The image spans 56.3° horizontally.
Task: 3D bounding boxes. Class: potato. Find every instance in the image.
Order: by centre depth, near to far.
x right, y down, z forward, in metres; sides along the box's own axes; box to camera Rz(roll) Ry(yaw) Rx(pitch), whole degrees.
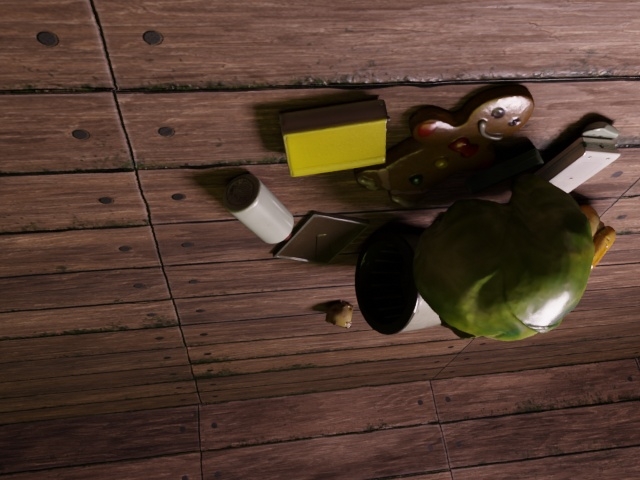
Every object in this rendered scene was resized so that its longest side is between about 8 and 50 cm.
[{"bbox_3d":[0.076,0.257,2.200,0.100,0.089,0.172,10,-174,7],"label":"potato"}]

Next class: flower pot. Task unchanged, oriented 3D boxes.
[{"bbox_3d":[0.314,0.124,1.766,0.330,0.294,0.293,2,152,-30],"label":"flower pot"}]

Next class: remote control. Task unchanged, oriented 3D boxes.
[{"bbox_3d":[0.609,-0.169,1.506,0.102,0.056,0.277,1,157,-17],"label":"remote control"}]

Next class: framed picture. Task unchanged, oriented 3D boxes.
[{"bbox_3d":[0.000,0.000,1.714,0.188,0.023,0.260,8,149,-28],"label":"framed picture"}]

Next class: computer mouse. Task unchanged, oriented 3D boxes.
[{"bbox_3d":[0.652,-0.256,1.395,0.110,0.032,0.056,6,167,-34],"label":"computer mouse"}]

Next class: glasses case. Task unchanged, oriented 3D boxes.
[{"bbox_3d":[0.447,-0.167,1.461,0.184,0.040,0.077,-24,176,22],"label":"glasses case"}]

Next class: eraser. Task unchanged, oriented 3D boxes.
[{"bbox_3d":[0.027,-0.212,1.260,0.225,0.069,0.158,-8,153,0],"label":"eraser"}]

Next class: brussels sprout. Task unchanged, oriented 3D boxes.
[{"bbox_3d":[0.446,0.063,1.410,0.425,0.361,0.342,-33,122,0],"label":"brussels sprout"}]

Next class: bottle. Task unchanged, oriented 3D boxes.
[{"bbox_3d":[-0.137,-0.063,1.468,0.104,0.104,0.245,-17,151,17],"label":"bottle"}]

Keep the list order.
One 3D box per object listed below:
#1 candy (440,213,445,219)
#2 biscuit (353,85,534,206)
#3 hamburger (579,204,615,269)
[{"bbox_3d":[0.405,-0.049,1.718,0.121,0.038,0.062,0,152,-16],"label":"candy"},{"bbox_3d":[0.285,-0.202,1.360,0.432,0.064,0.283,-29,146,35],"label":"biscuit"},{"bbox_3d":[0.681,0.031,1.722,0.314,0.170,0.290,-36,172,-36],"label":"hamburger"}]
